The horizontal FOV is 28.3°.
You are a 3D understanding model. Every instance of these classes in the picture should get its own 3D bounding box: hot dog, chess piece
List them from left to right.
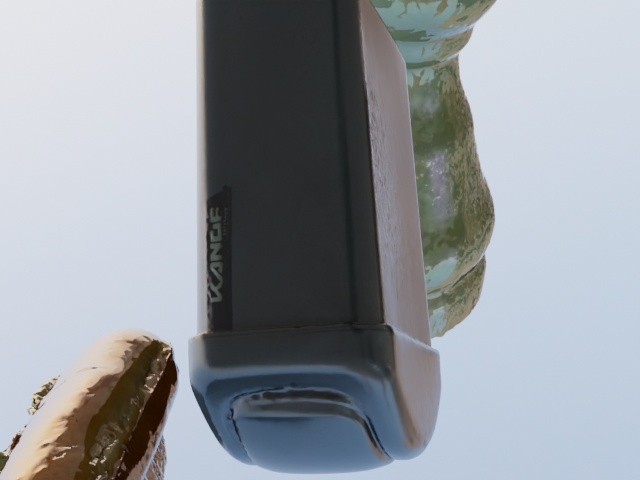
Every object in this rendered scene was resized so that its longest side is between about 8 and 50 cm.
[{"bbox_3d":[-0.158,0.155,0.793,0.100,0.135,0.337,12,-163,0],"label":"hot dog"},{"bbox_3d":[0.059,-0.143,1.077,0.234,0.442,0.234,4,-144,-3],"label":"chess piece"}]

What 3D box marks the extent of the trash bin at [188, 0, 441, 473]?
[{"bbox_3d":[0.000,0.000,0.653,0.101,0.176,0.236,-6,-100,15],"label":"trash bin"}]
